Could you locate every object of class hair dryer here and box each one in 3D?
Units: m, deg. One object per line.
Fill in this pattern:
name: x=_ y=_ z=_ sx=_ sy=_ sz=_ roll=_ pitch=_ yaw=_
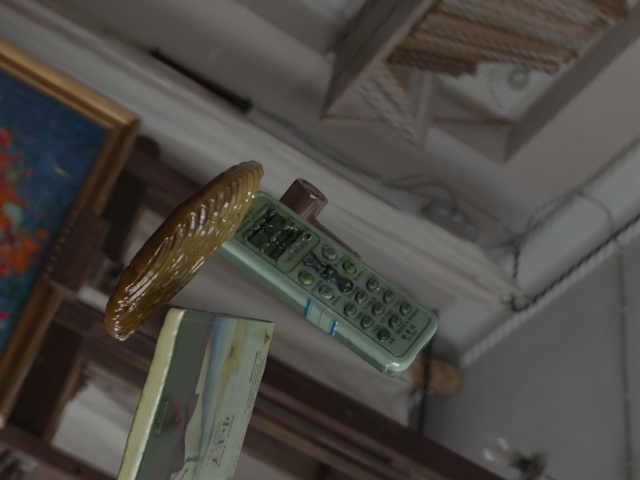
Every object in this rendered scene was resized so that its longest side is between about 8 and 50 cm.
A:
hair dryer: x=0.000 y=0.000 z=1.883 sx=0.117 sy=0.181 sz=0.064 roll=-52 pitch=175 yaw=13

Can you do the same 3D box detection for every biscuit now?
biscuit: x=-0.147 y=0.016 z=1.267 sx=0.228 sy=0.031 sz=0.176 roll=-56 pitch=165 yaw=25

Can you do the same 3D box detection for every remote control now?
remote control: x=0.002 y=0.061 z=1.694 sx=0.128 sy=0.335 sz=0.065 roll=-46 pitch=168 yaw=-40

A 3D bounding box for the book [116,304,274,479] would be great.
book: x=-0.130 y=0.174 z=1.318 sx=0.289 sy=0.026 sz=0.201 roll=19 pitch=87 yaw=-72
